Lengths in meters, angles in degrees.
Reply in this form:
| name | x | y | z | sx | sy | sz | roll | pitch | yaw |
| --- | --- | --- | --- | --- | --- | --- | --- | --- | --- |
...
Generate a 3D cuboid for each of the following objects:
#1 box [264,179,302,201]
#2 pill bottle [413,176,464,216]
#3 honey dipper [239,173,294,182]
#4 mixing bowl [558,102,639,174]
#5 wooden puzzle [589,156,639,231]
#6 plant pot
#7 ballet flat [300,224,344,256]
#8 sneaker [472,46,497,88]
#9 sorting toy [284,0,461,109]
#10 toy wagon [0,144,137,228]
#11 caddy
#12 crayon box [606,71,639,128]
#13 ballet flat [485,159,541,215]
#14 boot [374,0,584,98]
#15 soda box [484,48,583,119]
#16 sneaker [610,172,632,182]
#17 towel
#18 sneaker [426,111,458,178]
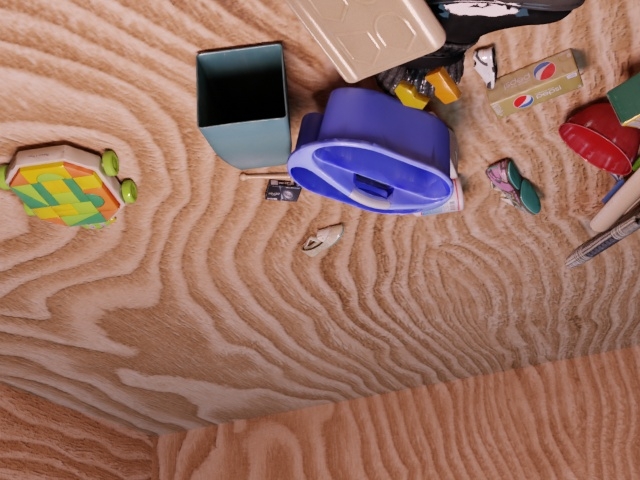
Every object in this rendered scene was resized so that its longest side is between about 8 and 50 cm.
| name | x | y | z | sx | sy | sz | roll | pitch | yaw |
| --- | --- | --- | --- | --- | --- | --- | --- | --- | --- |
| box | -0.093 | -0.124 | 1.751 | 0.083 | 0.018 | 0.067 | 4 | 149 | -15 |
| pill bottle | 0.274 | -0.107 | 1.761 | 0.160 | 0.087 | 0.087 | -8 | 150 | 7 |
| honey dipper | -0.114 | -0.155 | 1.689 | 0.161 | 0.030 | 0.030 | 1 | 150 | -1 |
| mixing bowl | 0.624 | -0.236 | 1.534 | 0.098 | 0.181 | 0.181 | -53 | 140 | -1 |
| wooden puzzle | 0.794 | -0.185 | 1.612 | 0.348 | 0.080 | 0.322 | -29 | 160 | -17 |
| plant pot | -0.137 | -0.245 | 1.399 | 0.166 | 0.165 | 0.234 | -6 | 159 | 3 |
| ballet flat | 0.000 | 0.000 | 1.950 | 0.052 | 0.057 | 0.168 | 23 | 141 | -24 |
| sneaker | 0.329 | -0.345 | 1.405 | 0.044 | 0.040 | 0.109 | 3 | 151 | 21 |
| sorting toy | 0.101 | -0.348 | 1.196 | 0.229 | 0.041 | 0.307 | -11 | 128 | 49 |
| toy wagon | -0.578 | -0.106 | 1.668 | 0.268 | 0.068 | 0.344 | -7 | 150 | 5 |
| caddy | 0.102 | -0.150 | 1.384 | 0.342 | 0.179 | 0.241 | 16 | 158 | -25 |
| crayon box | 0.754 | -0.332 | 1.369 | 0.203 | 0.083 | 0.323 | -5 | 160 | -48 |
| ballet flat | 0.481 | -0.132 | 1.775 | 0.079 | 0.076 | 0.221 | -4 | 152 | 39 |
| boot | 0.267 | -0.367 | 1.238 | 0.348 | 0.131 | 0.260 | 7 | 146 | 10 |
| soda box | 0.434 | -0.317 | 1.435 | 0.181 | 0.061 | 0.058 | -19 | 148 | 24 |
| sneaker | 0.748 | -0.180 | 1.733 | 0.059 | 0.053 | 0.144 | -28 | 144 | 32 |
| towel | 0.815 | -0.063 | 1.800 | 0.324 | 0.056 | 0.312 | -27 | 166 | -20 |
| sneaker | 0.219 | -0.207 | 1.586 | 0.151 | 0.094 | 0.256 | -7 | 157 | 27 |
